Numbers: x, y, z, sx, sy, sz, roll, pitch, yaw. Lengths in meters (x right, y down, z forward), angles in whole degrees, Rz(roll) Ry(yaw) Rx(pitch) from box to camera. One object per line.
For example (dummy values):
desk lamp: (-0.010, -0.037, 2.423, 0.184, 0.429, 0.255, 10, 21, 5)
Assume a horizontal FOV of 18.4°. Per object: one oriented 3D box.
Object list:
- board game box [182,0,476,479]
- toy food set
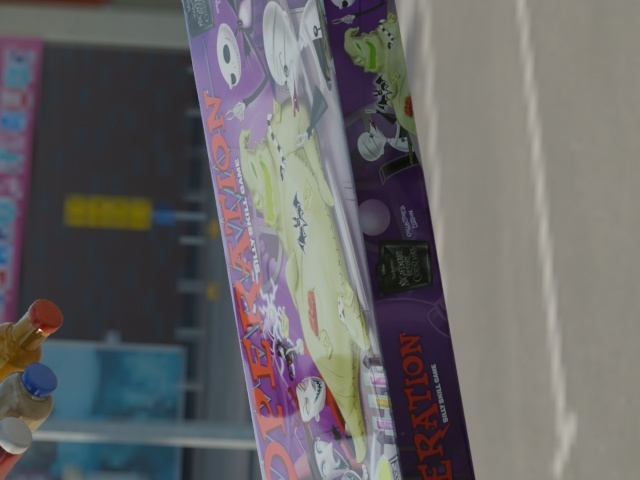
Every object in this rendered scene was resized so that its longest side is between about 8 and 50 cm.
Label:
board game box: (0.000, 0.000, 1.088, 0.208, 0.056, 0.346, 174, 86, -71)
toy food set: (-0.253, 0.117, 1.287, 0.104, 0.232, 0.111, -46, 72, 30)
